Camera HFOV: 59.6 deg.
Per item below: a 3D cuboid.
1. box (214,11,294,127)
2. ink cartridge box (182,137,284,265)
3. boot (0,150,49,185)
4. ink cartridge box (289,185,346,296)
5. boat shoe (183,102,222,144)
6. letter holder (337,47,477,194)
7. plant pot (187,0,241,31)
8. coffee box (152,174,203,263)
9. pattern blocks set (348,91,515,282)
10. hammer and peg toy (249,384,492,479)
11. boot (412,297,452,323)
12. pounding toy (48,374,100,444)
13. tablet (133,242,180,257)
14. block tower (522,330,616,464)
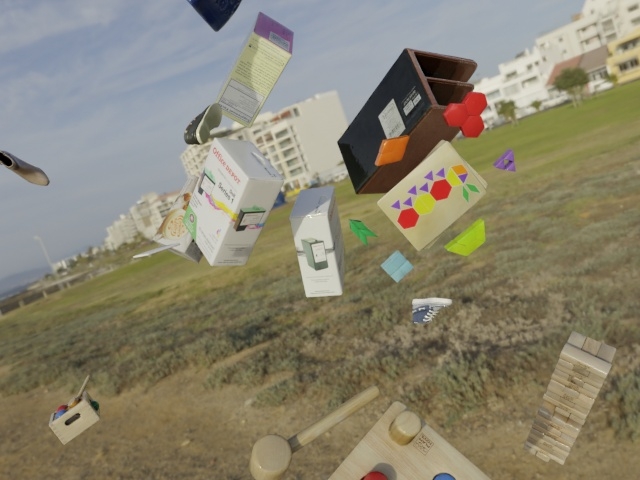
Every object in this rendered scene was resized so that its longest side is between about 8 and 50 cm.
[{"bbox_3d":[-0.183,-0.477,1.560,0.243,0.117,0.213,-53,21,29],"label":"box"},{"bbox_3d":[-0.236,-0.101,1.470,0.117,0.201,0.278,0,-52,-42],"label":"ink cartridge box"},{"bbox_3d":[-0.705,-0.170,1.310,0.042,0.119,0.087,-61,1,-6],"label":"boot"},{"bbox_3d":[0.000,0.000,1.760,0.122,0.288,0.211,-5,28,11],"label":"ink cartridge box"},{"bbox_3d":[-0.239,-0.241,1.145,0.042,0.048,0.133,-2,42,20],"label":"boat shoe"},{"bbox_3d":[0.212,-0.244,1.225,0.215,0.151,0.302,-3,-27,-31],"label":"letter holder"},{"bbox_3d":[-0.286,-0.701,1.387,0.212,0.236,0.236,-41,-1,8],"label":"plant pot"},{"bbox_3d":[-0.400,-0.070,1.777,0.141,0.246,0.098,20,-16,26],"label":"coffee box"},{"bbox_3d":[0.209,-0.084,1.029,0.325,0.285,0.026,-34,24,2],"label":"pattern blocks set"},{"bbox_3d":[0.087,0.350,0.762,0.266,0.361,0.127,-40,-22,-28],"label":"hammer and peg toy"},{"bbox_3d":[0.385,0.245,1.930,0.069,0.085,0.190,10,-12,-23],"label":"boot"},{"bbox_3d":[-0.686,0.474,1.578,0.141,0.100,0.130,-35,12,-19],"label":"pounding toy"},{"bbox_3d":[-0.335,0.020,1.146,0.054,0.006,0.083,-9,8,39],"label":"tablet"},{"bbox_3d":[0.525,0.339,1.186,0.091,0.335,0.097,24,45,27],"label":"block tower"}]
